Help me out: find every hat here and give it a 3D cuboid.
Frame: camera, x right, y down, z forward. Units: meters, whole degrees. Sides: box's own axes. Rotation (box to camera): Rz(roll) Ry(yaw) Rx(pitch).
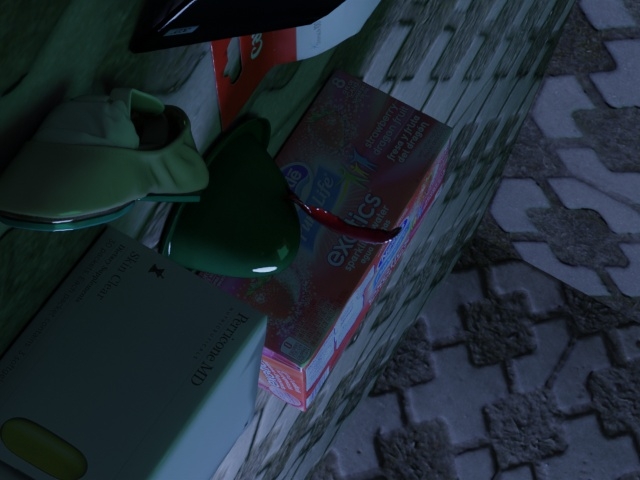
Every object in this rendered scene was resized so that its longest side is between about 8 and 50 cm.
[{"bbox_3d":[-0.024,0.007,1.289,0.173,0.184,0.208,-63,169,14],"label":"hat"}]

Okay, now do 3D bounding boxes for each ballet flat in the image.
[{"bbox_3d":[-0.137,-0.057,0.930,0.086,0.086,0.248,-63,171,11],"label":"ballet flat"}]

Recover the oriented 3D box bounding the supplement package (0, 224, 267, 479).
[{"bbox_3d":[-0.172,0.163,1.112,0.262,0.145,0.204,-56,168,-29],"label":"supplement package"}]

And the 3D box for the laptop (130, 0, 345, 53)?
[{"bbox_3d":[-0.008,-0.266,0.996,0.234,0.137,0.264,-23,116,-56],"label":"laptop"}]

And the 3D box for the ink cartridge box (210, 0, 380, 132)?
[{"bbox_3d":[-0.001,-0.205,1.201,0.232,0.066,0.189,-61,170,-19],"label":"ink cartridge box"}]

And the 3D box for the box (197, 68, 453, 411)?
[{"bbox_3d":[0.000,0.000,1.496,0.300,0.142,0.154,-58,169,-19],"label":"box"}]
